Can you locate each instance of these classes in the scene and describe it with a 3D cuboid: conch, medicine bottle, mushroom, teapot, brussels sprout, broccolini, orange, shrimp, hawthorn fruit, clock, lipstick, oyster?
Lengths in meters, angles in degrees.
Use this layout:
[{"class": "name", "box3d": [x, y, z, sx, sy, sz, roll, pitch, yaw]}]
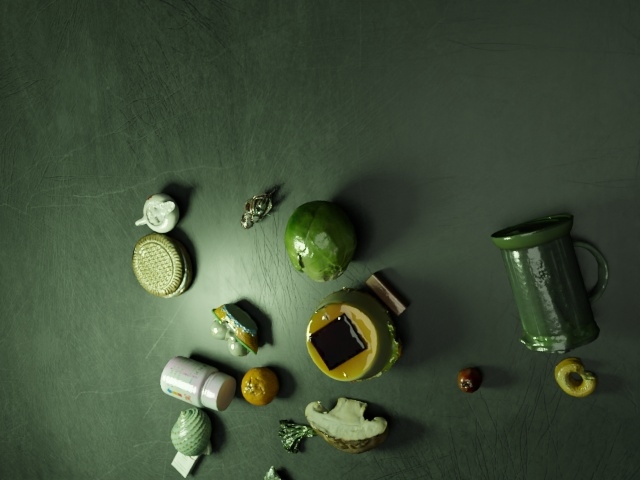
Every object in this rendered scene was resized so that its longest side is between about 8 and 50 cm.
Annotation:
[{"class": "conch", "box3d": [-0.494, 0.747, 1.926, 0.172, 0.131, 0.200, -26, 81, 7]}, {"class": "medicine bottle", "box3d": [-0.451, 0.531, 1.869, 0.254, 0.152, 0.152, 11, 103, 22]}, {"class": "mushroom", "box3d": [0.089, 0.624, 1.656, 0.285, 0.156, 0.151, 6, 130, 25]}, {"class": "teapot", "box3d": [0.606, 0.112, 1.289, 0.270, 0.200, 0.338, -17, 94, -6]}, {"class": "brussels sprout", "box3d": [0.000, 0.000, 1.539, 0.243, 0.244, 0.245, 5, 101, 25]}, {"class": "broccolini", "box3d": [-0.028, 0.714, 1.760, 0.271, 0.062, 0.123, 9, 112, 21]}, {"class": "orange", "box3d": [-0.216, 0.515, 1.774, 0.135, 0.117, 0.136, 8, 106, 30]}, {"class": "shrimp", "box3d": [-0.206, -0.112, 1.689, 0.190, 0.074, 0.073, -43, 48, 15]}, {"class": "hawthorn fruit", "box3d": [0.436, 0.410, 1.471, 0.077, 0.077, 0.077, 5, 101, 25]}, {"class": "clock", "box3d": [-0.307, 0.324, 1.793, 0.231, 0.103, 0.144, 40, 114, 17]}, {"class": "lipstick", "box3d": [0.206, 0.164, 1.552, 0.145, 0.045, 0.045, 47, 112, 12]}, {"class": "teapot", "box3d": [-0.591, -0.099, 1.860, 0.226, 0.092, 0.145, -24, 86, 28]}, {"class": "oyster", "box3d": [-0.161, 0.921, 1.851, 0.124, 0.064, 0.177, -35, 85, 22]}]

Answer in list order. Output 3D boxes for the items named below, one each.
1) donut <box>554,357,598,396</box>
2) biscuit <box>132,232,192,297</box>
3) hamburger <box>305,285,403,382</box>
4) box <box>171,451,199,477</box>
[{"class": "donut", "box3d": [0.690, 0.377, 1.363, 0.108, 0.043, 0.097, 43, 113, 18]}, {"class": "biscuit", "box3d": [-0.600, 0.096, 1.903, 0.258, 0.079, 0.260, 5, 101, 25]}, {"class": "hamburger", "box3d": [0.096, 0.295, 1.556, 0.276, 0.179, 0.294, -41, 78, 23]}, {"class": "box", "box3d": [-0.535, 0.871, 2.030, 0.084, 0.040, 0.155, 37, 111, 18]}]
